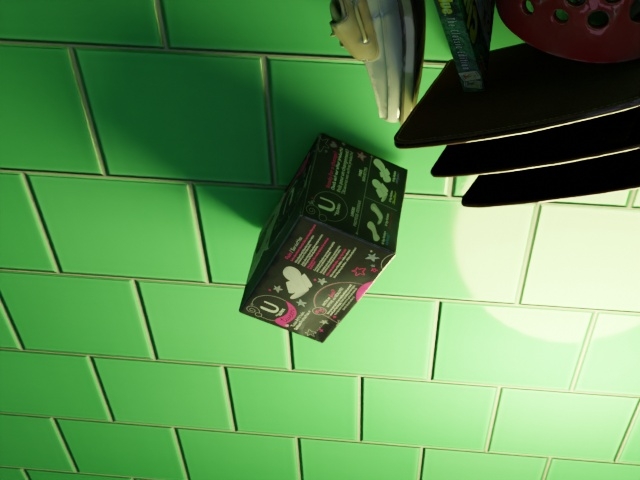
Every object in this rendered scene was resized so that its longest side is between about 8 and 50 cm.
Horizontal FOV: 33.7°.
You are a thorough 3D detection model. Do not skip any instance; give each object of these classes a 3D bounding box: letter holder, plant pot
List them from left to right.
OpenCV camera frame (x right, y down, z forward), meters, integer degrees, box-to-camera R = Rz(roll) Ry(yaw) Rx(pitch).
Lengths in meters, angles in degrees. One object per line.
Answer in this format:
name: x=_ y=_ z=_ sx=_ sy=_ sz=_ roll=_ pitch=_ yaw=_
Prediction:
letter holder: x=0.263 y=-0.118 z=1.170 sx=0.302 sy=0.214 sz=0.152 roll=-8 pitch=120 yaw=36
plant pot: x=0.277 y=-0.296 z=1.043 sx=0.191 sy=0.191 sz=0.174 roll=4 pitch=139 yaw=4

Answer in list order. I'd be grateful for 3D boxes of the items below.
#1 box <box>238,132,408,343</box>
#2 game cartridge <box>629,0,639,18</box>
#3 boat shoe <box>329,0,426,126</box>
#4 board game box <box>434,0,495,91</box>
box: x=0.000 y=0.000 z=1.480 sx=0.142 sy=0.163 sz=0.247 roll=22 pitch=139 yaw=-12
game cartridge: x=0.436 y=-0.199 z=1.246 sx=0.230 sy=0.068 sz=0.355 roll=19 pitch=140 yaw=-21
boat shoe: x=0.062 y=-0.262 z=1.195 sx=0.103 sy=0.113 sz=0.302 roll=3 pitch=132 yaw=11
board game box: x=0.143 y=-0.275 z=1.080 sx=0.030 sy=0.136 sz=0.259 roll=5 pitch=159 yaw=20
